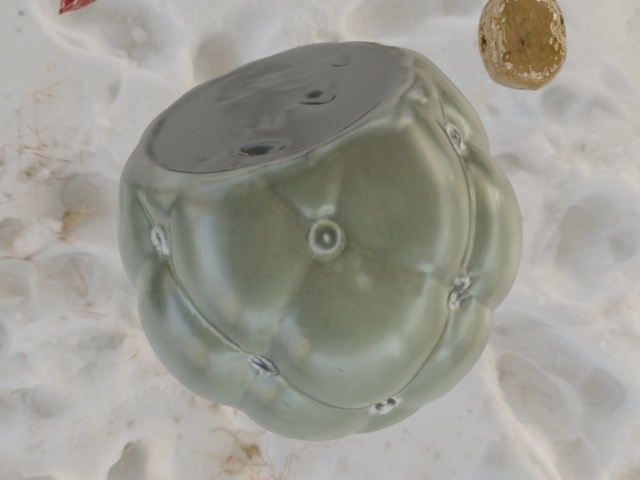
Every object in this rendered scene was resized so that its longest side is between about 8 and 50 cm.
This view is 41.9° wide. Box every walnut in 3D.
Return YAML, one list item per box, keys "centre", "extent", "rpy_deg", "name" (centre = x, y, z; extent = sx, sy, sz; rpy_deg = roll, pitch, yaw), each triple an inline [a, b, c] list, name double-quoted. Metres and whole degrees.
- centre: [0.318, -0.323, 1.321]
  extent: [0.144, 0.144, 0.180]
  rpy_deg: [-8, 93, -4]
  name: "walnut"

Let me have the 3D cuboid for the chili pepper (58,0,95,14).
- centre: [-0.290, -0.376, 1.145]
  extent: [0.050, 0.059, 0.191]
  rpy_deg: [40, 81, 6]
  name: "chili pepper"

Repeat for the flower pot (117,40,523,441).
- centre: [0.000, 0.000, 0.518]
  extent: [0.246, 0.246, 0.195]
  rpy_deg: [-22, 120, -5]
  name: "flower pot"
